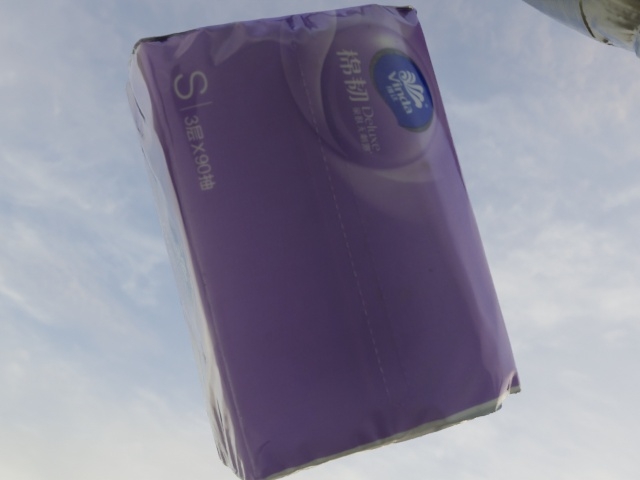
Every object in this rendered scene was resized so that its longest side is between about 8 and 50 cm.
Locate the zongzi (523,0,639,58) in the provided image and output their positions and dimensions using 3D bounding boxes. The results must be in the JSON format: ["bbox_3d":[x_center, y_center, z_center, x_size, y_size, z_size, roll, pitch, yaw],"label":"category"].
[{"bbox_3d":[0.356,-0.367,0.781,0.432,0.208,0.403,36,-21,35],"label":"zongzi"}]

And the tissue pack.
[{"bbox_3d":[0.000,0.000,0.601,0.160,0.242,0.338,157,-82,-72],"label":"tissue pack"}]
